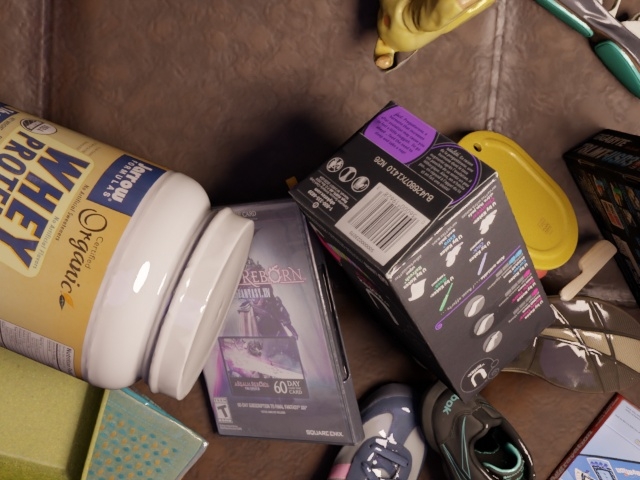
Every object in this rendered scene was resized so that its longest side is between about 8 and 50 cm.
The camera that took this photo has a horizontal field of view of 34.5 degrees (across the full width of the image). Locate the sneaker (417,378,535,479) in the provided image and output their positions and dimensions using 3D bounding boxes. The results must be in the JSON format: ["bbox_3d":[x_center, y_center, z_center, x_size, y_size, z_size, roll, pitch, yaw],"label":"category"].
[{"bbox_3d":[0.196,0.278,1.183,0.101,0.106,0.267,-38,118,-19],"label":"sneaker"}]

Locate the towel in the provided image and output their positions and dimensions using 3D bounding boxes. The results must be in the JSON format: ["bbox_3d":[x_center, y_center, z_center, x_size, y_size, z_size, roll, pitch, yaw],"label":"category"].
[{"bbox_3d":[-0.347,0.291,1.193,0.271,0.040,0.370,38,97,-10],"label":"towel"}]

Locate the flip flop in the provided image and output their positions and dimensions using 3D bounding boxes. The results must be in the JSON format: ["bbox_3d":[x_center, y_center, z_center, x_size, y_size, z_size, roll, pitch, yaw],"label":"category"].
[{"bbox_3d":[0.239,0.113,1.201,0.277,0.080,0.112,1,98,10],"label":"flip flop"}]

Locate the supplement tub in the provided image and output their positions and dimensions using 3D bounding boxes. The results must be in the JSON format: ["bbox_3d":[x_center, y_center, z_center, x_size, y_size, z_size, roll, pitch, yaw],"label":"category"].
[{"bbox_3d":[-0.246,0.012,1.027,0.316,0.228,0.228,21,98,3],"label":"supplement tub"}]

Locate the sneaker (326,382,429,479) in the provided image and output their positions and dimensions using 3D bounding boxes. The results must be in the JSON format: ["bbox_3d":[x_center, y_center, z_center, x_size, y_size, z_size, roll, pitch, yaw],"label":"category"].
[{"bbox_3d":[0.048,0.323,1.187,0.112,0.131,0.319,23,97,-9],"label":"sneaker"}]

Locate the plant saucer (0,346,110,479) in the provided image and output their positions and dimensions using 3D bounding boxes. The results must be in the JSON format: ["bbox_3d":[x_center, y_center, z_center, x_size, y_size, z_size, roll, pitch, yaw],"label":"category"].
[{"bbox_3d":[-0.331,0.178,1.127,0.188,0.045,0.188,16,100,-7],"label":"plant saucer"}]

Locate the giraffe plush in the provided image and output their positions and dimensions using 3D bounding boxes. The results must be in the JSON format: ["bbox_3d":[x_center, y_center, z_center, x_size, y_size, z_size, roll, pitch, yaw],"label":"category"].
[{"bbox_3d":[0.095,-0.298,1.082,0.210,0.181,0.170,-32,92,36],"label":"giraffe plush"}]

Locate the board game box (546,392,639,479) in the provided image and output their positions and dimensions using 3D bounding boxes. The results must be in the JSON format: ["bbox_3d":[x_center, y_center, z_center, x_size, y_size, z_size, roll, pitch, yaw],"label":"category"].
[{"bbox_3d":[0.430,0.324,1.278,0.281,0.027,0.145,36,94,-11],"label":"board game box"}]

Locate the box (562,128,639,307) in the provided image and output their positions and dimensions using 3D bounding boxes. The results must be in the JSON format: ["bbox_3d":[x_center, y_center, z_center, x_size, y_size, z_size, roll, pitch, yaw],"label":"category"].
[{"bbox_3d":[0.389,0.035,1.085,0.073,0.293,0.295,-30,101,0],"label":"box"}]

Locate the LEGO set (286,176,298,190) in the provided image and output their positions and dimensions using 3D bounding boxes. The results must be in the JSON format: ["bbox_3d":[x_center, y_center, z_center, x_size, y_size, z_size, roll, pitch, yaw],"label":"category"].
[{"bbox_3d":[0.000,0.000,1.135,0.132,0.107,0.287,40,94,-11],"label":"LEGO set"}]

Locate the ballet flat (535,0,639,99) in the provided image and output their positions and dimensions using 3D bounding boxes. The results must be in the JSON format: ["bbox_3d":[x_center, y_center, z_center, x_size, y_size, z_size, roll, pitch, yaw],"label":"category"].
[{"bbox_3d":[0.321,-0.239,1.144,0.203,0.074,0.074,40,94,-9],"label":"ballet flat"}]

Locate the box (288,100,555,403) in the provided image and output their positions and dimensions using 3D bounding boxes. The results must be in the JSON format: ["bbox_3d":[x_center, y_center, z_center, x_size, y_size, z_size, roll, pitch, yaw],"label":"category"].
[{"bbox_3d":[0.110,0.018,1.048,0.143,0.165,0.270,-42,139,-7],"label":"box"}]

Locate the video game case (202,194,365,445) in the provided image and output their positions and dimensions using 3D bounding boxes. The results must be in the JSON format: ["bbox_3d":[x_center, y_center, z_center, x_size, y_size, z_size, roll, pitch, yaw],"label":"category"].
[{"bbox_3d":[-0.064,0.091,1.129,0.196,0.026,0.274,-4,105,36],"label":"video game case"}]

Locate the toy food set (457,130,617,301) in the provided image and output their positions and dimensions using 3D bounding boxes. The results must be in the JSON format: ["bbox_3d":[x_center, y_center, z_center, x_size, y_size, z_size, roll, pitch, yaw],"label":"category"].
[{"bbox_3d":[0.215,-0.020,1.162,0.218,0.071,0.128,46,54,-3],"label":"toy food set"}]
